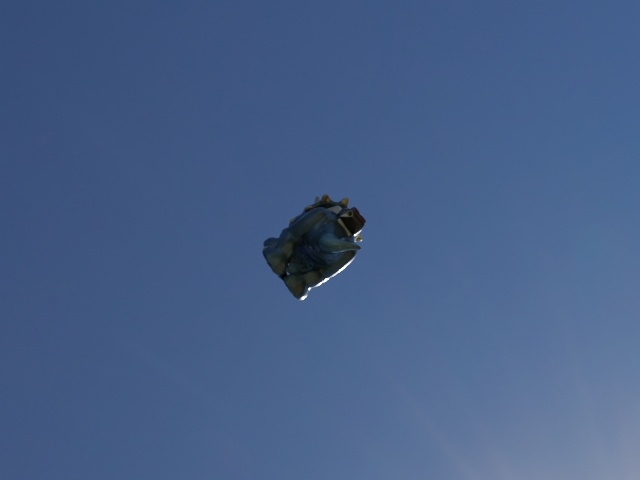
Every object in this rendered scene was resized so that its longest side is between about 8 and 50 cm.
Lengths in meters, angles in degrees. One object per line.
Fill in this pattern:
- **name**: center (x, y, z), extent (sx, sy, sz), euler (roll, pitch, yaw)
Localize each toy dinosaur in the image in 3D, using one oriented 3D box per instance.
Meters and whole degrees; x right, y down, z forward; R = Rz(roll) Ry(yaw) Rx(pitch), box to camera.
- **toy dinosaur**: center (0.000, 0.000, 0.656), extent (0.047, 0.083, 0.030), euler (-40, -83, 5)
